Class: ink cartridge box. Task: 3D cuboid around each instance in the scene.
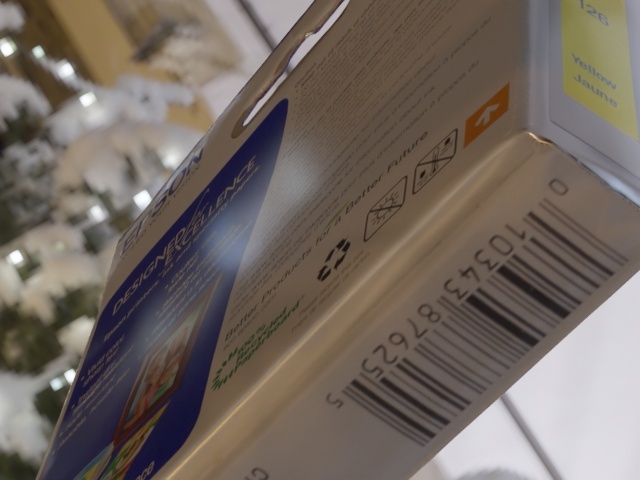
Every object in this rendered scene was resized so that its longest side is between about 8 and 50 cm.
[{"bbox_3d":[0.000,0.000,0.712,0.303,0.072,0.307,-48,14,29],"label":"ink cartridge box"}]
